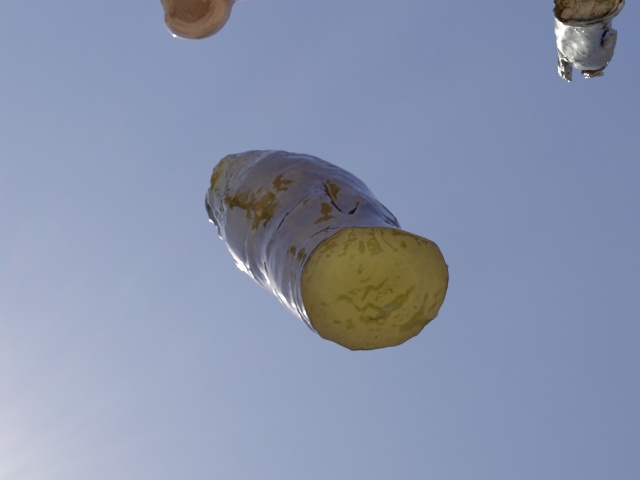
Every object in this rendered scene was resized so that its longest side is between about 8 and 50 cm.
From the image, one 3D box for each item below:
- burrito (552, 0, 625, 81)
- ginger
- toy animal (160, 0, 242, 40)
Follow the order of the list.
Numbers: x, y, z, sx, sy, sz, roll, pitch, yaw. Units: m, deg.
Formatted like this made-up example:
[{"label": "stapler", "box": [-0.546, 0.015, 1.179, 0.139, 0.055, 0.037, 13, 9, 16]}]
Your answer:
[{"label": "burrito", "box": [0.213, -0.167, 1.021, 0.055, 0.149, 0.041, 10, -102, 12]}, {"label": "ginger", "box": [0.000, 0.000, 0.889, 0.109, 0.263, 0.116, -31, -66, -10]}, {"label": "toy animal", "box": [-0.079, -0.288, 0.880, 0.229, 0.221, 0.210, 40, -66, -22]}]
